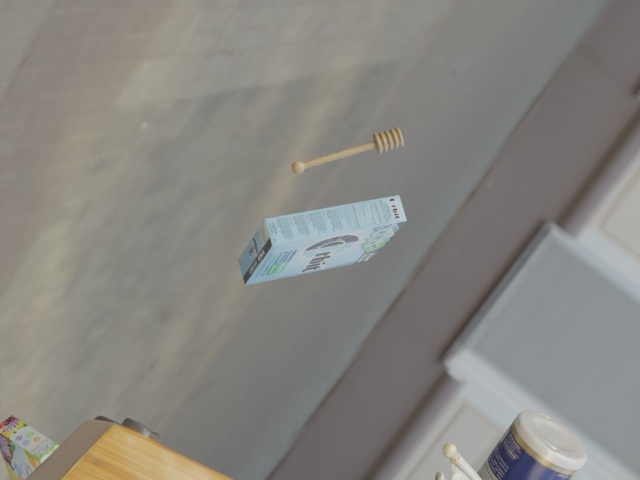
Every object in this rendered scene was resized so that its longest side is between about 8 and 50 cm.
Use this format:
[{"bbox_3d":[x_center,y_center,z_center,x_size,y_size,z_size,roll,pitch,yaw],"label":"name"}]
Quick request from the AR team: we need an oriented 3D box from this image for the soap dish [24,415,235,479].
[{"bbox_3d":[-0.053,0.210,0.863,0.118,0.291,0.229,-64,-171,-12],"label":"soap dish"}]

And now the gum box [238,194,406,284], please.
[{"bbox_3d":[0.000,0.000,1.817,0.184,0.041,0.157,-10,163,-19],"label":"gum box"}]

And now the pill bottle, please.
[{"bbox_3d":[0.228,0.289,1.631,0.169,0.094,0.094,-59,168,21],"label":"pill bottle"}]

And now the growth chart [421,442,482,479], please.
[{"bbox_3d":[0.124,0.327,1.433,0.021,0.172,0.237,-5,-137,38],"label":"growth chart"}]

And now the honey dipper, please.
[{"bbox_3d":[0.037,-0.122,1.960,0.161,0.030,0.030,-18,165,-6],"label":"honey dipper"}]

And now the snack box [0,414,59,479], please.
[{"bbox_3d":[-0.377,0.311,1.868,0.037,0.100,0.141,-40,137,-35],"label":"snack box"}]
